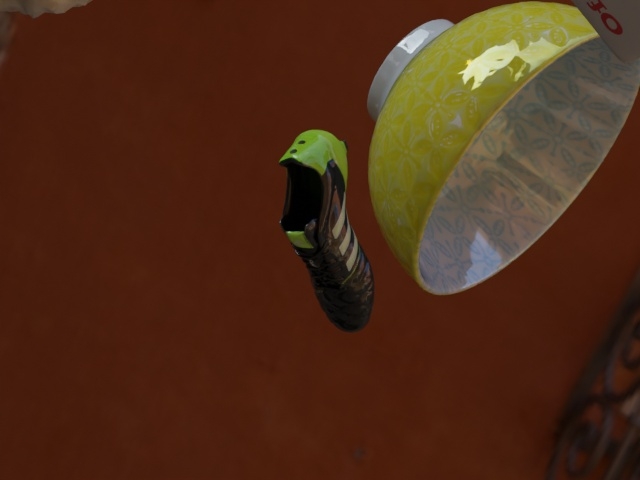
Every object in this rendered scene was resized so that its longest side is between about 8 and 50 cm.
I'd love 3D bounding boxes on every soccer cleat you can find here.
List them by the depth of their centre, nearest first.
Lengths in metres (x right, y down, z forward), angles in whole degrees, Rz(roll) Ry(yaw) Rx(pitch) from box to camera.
[{"bbox_3d":[0.000,0.000,1.125,0.060,0.179,0.072,3,26,32],"label":"soccer cleat"}]

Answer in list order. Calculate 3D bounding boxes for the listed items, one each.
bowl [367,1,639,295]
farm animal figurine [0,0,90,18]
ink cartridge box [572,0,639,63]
[{"bbox_3d":[0.135,-0.108,1.257,0.156,0.289,0.289,42,15,26],"label":"bowl"},{"bbox_3d":[-0.255,-0.200,0.634,0.330,0.327,0.172,61,18,-4],"label":"farm animal figurine"},{"bbox_3d":[0.158,-0.170,0.537,0.128,0.127,0.176,50,-17,-6],"label":"ink cartridge box"}]
